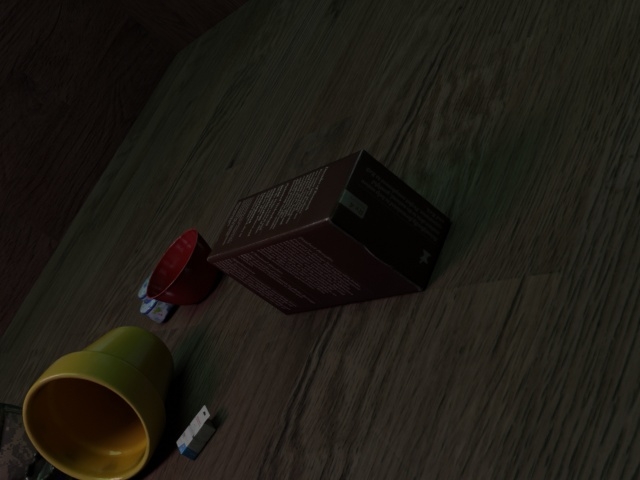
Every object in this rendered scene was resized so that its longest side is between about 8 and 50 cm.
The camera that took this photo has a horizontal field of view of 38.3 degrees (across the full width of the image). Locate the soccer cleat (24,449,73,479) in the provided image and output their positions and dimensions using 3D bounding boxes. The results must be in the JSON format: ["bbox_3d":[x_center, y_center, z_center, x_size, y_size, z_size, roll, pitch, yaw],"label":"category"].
[{"bbox_3d":[-0.532,0.431,1.990,0.289,0.093,0.121,-56,-21,-34],"label":"soccer cleat"}]

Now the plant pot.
[{"bbox_3d":[-0.399,0.292,1.768,0.254,0.254,0.239,-40,12,28],"label":"plant pot"}]

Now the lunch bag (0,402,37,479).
[{"bbox_3d":[-0.748,0.474,2.131,0.305,0.256,0.212,-15,69,58],"label":"lunch bag"}]

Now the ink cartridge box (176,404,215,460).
[{"bbox_3d":[-0.211,0.334,1.601,0.083,0.028,0.048,-53,23,0],"label":"ink cartridge box"}]

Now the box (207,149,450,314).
[{"bbox_3d":[0.000,0.000,1.467,0.381,0.191,0.143,-13,45,56],"label":"box"}]

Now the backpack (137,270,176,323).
[{"bbox_3d":[-0.372,0.125,2.121,0.114,0.084,0.105,-60,20,-5],"label":"backpack"}]

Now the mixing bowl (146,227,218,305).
[{"bbox_3d":[-0.288,0.075,2.016,0.181,0.098,0.181,-41,26,25],"label":"mixing bowl"}]
